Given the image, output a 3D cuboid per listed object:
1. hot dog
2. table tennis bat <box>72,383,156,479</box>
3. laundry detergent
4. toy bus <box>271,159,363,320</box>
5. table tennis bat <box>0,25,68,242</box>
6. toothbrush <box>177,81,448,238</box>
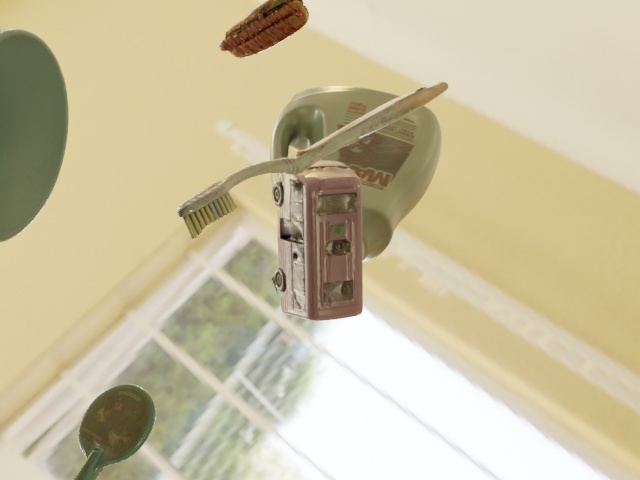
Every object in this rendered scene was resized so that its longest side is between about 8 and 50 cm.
[{"bbox_3d":[-0.084,-0.311,1.984,0.062,0.144,0.038,61,20,-10],"label":"hot dog"},{"bbox_3d":[-0.312,0.298,1.967,0.124,0.201,0.033,12,-28,34],"label":"table tennis bat"},{"bbox_3d":[0.031,-0.078,2.051,0.264,0.398,0.125,15,-49,4],"label":"laundry detergent"},{"bbox_3d":[0.000,0.000,1.727,0.108,0.096,0.199,-162,-111,-63],"label":"toy bus"},{"bbox_3d":[-0.236,-0.044,0.930,0.038,0.237,0.149,9,-40,17],"label":"table tennis bat"},{"bbox_3d":[0.004,-0.094,1.354,0.028,0.375,0.037,-11,-74,52],"label":"toothbrush"}]
